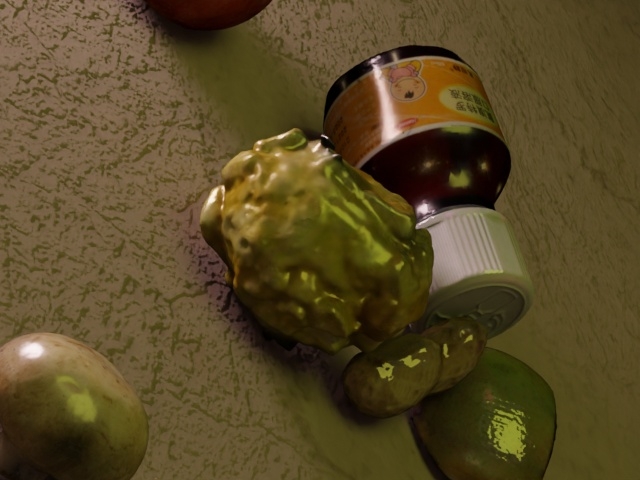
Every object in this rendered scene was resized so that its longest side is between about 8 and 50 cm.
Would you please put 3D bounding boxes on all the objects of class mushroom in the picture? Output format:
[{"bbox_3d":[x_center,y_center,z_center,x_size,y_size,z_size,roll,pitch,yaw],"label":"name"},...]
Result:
[{"bbox_3d":[-0.234,0.159,1.368,0.166,0.127,0.166,48,6,-7],"label":"mushroom"}]

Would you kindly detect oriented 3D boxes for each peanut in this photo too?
[{"bbox_3d":[0.118,0.153,1.857,0.228,0.104,0.085,-16,59,-42],"label":"peanut"}]

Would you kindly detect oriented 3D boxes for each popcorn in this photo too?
[{"bbox_3d":[0.000,0.000,1.788,0.286,0.215,0.252,41,37,-11],"label":"popcorn"}]

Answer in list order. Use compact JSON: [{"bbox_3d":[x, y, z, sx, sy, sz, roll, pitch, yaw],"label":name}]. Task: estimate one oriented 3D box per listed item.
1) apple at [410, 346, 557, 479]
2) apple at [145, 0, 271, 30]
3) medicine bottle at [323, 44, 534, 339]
[{"bbox_3d":[0.209,0.216,1.944,0.193,0.120,0.265,32,31,-13],"label":"apple"},{"bbox_3d":[-0.150,-0.414,2.038,0.251,0.206,0.272,45,28,-18],"label":"apple"},{"bbox_3d":[0.157,-0.055,2.038,0.242,0.242,0.395,18,43,-46],"label":"medicine bottle"}]
